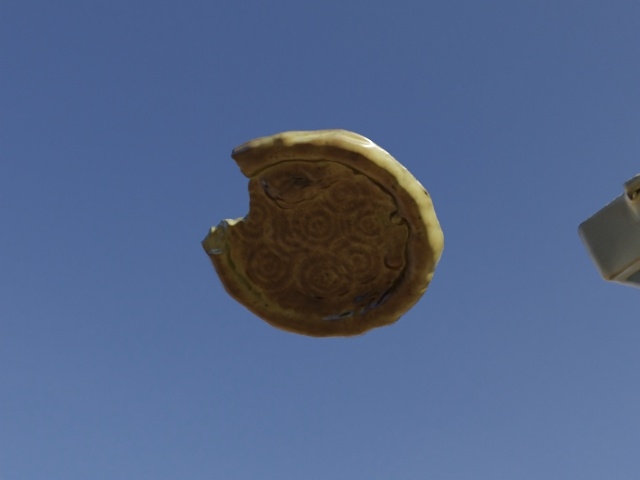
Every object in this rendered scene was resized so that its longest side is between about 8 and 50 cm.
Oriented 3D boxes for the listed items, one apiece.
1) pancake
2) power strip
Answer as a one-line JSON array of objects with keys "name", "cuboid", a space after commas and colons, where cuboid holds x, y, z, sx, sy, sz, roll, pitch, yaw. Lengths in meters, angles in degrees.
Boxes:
[{"name": "pancake", "cuboid": [0.000, 0.000, 0.994, 0.211, 0.029, 0.235, 18, -52, 3]}, {"name": "power strip", "cuboid": [0.303, 0.003, 0.751, 0.106, 0.043, 0.367, -40, -31, 30]}]
